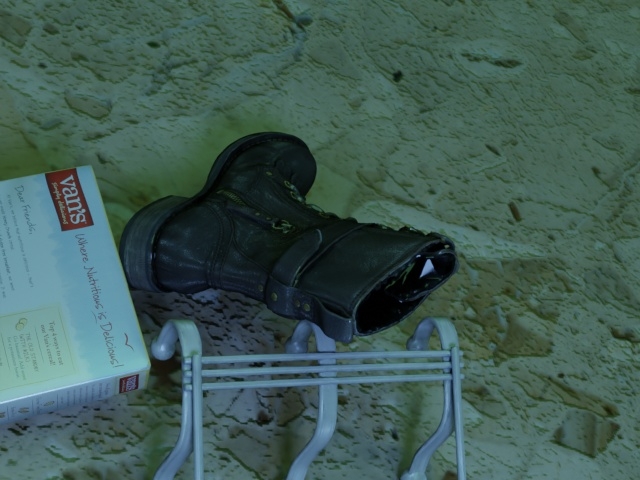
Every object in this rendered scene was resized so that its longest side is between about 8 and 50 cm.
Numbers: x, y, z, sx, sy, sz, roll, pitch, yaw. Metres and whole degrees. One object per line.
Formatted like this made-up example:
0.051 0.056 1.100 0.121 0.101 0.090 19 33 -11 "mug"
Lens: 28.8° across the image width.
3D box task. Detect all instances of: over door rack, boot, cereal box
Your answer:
0.002 0.218 0.894 0.239 0.108 0.324 1 72 -27 "over door rack"
0.000 0.000 0.954 0.228 0.091 0.263 10 30 28 "boot"
-0.255 0.048 0.866 0.240 0.047 0.173 -11 64 -18 "cereal box"
